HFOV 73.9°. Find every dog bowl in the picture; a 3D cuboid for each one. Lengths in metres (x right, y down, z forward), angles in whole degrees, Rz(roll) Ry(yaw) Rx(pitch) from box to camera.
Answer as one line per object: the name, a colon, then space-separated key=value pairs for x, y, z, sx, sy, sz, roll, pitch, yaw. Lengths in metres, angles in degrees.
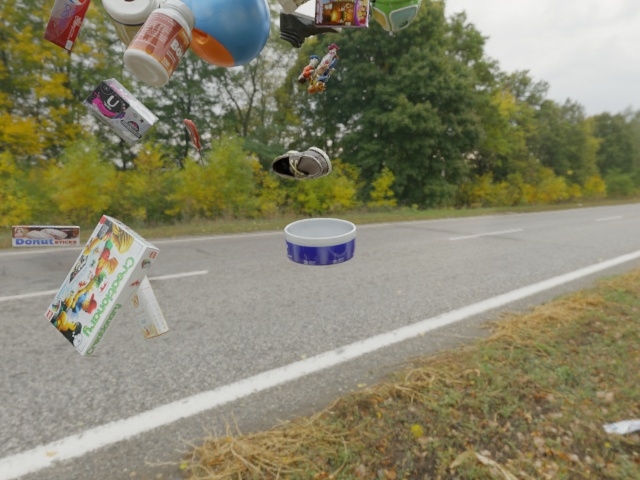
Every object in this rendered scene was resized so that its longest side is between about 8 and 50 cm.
dog bowl: x=0.000 y=0.000 z=1.581 sx=0.265 sy=0.104 sz=0.265 roll=-1 pitch=19 yaw=0

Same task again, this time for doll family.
doll family: x=0.007 y=-0.701 z=1.800 sx=0.118 sy=0.163 sz=0.263 roll=32 pitch=-8 yaw=-27

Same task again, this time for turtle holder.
turtle holder: x=0.359 y=-1.187 z=2.158 sx=0.243 sy=0.227 sz=0.320 roll=35 pitch=64 yaw=30

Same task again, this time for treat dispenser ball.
treat dispenser ball: x=-0.302 y=-0.703 z=1.350 sx=0.288 sy=0.288 sz=0.288 roll=3 pitch=9 yaw=0

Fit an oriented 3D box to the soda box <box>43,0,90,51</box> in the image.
soda box: x=-0.774 y=-0.738 z=1.329 sx=0.083 sy=0.263 sz=0.092 roll=22 pitch=25 yaw=-35

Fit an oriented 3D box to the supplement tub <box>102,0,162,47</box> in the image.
supplement tub: x=-0.806 y=-0.985 z=1.887 sx=0.229 sy=0.228 sz=0.316 roll=1 pitch=-8 yaw=-9

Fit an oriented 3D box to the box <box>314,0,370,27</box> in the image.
box: x=0.085 y=-0.941 z=1.557 sx=0.201 sy=0.293 sz=0.057 roll=6 pitch=19 yaw=12

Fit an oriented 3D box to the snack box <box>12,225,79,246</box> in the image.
snack box: x=-0.864 y=-0.014 z=1.345 sx=0.178 sy=0.064 sz=0.022 roll=0 pitch=15 yaw=-30

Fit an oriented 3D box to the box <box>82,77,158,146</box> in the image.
box: x=-0.848 y=-0.552 z=1.827 sx=0.247 sy=0.142 sz=0.163 roll=43 pitch=11 yaw=-24

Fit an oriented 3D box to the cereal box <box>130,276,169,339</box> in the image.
cereal box: x=-0.607 y=0.217 z=1.461 sx=0.047 sy=0.240 sz=0.173 roll=-23 pitch=-1 yaw=-38

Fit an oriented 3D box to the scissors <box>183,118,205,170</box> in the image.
scissors: x=-0.560 y=-0.421 z=1.952 sx=0.021 sy=0.297 sz=0.109 roll=-32 pitch=46 yaw=-23

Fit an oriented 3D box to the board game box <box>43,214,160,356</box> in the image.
board game box: x=-0.556 y=0.110 z=1.081 sx=0.193 sy=0.305 sz=0.053 roll=28 pitch=-2 yaw=27

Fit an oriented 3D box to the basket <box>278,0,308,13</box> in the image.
basket: x=-0.057 y=-0.833 z=1.089 sx=0.267 sy=0.328 sz=0.331 roll=-19 pitch=9 yaw=9

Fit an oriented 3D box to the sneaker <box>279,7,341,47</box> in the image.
sneaker: x=-0.056 y=-0.950 z=1.950 sx=0.296 sy=0.146 sz=0.104 roll=5 pitch=29 yaw=-20

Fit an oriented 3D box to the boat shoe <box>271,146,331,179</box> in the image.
boat shoe: x=-0.077 y=-0.282 z=1.601 sx=0.097 sy=0.116 sz=0.324 roll=-29 pitch=25 yaw=-25

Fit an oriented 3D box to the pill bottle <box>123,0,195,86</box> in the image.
pill bottle: x=-0.423 y=-0.534 z=1.143 sx=0.121 sy=0.216 sz=0.121 roll=18 pitch=-19 yaw=7
